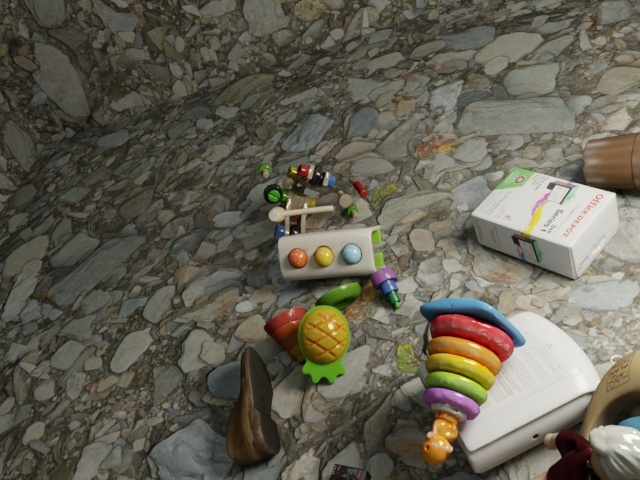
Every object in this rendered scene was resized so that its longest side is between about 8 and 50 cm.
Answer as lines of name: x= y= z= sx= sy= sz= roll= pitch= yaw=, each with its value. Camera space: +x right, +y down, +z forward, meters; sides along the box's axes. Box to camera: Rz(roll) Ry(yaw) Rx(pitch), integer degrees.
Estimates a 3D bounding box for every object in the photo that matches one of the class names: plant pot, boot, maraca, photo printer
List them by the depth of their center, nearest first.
photo printer: x=0.383 y=0.289 z=1.267 sx=0.308 sy=0.107 sz=0.256 roll=-28 pitch=38 yaw=-2
boot: x=-0.178 y=0.385 z=1.494 sx=0.115 sy=0.112 sz=0.305 roll=-29 pitch=39 yaw=15
maraca: x=0.008 y=0.248 z=1.507 sx=0.127 sy=0.099 sz=0.185 roll=2 pitch=81 yaw=-7
plant pot: x=0.757 y=-0.196 z=1.569 sx=0.165 sy=0.167 sz=0.167 roll=4 pitch=47 yaw=43

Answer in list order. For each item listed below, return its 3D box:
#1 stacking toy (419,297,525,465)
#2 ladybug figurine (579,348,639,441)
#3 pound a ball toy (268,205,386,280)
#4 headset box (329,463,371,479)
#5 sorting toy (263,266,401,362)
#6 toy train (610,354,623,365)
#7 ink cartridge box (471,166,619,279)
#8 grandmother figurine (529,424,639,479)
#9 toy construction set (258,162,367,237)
stacking toy: x=0.253 y=0.272 z=1.171 sx=0.175 sy=0.166 sz=0.301 roll=-7 pitch=51 yaw=46
ladybug figurine: x=0.540 y=0.372 z=0.981 sx=0.162 sy=0.305 sz=0.449 roll=25 pitch=50 yaw=-6
pound a ball toy: x=0.000 y=0.000 z=1.709 sx=0.320 sy=0.208 sz=0.136 roll=-5 pitch=6 yaw=24
headset box: x=0.061 y=0.496 z=1.280 sx=0.083 sy=0.032 sz=0.062 roll=-1 pitch=45 yaw=31
sorting toy: x=0.044 y=0.199 z=1.599 sx=0.366 sy=0.127 sz=0.126 roll=-25 pitch=67 yaw=-1
toy train: x=0.655 y=0.248 z=1.209 sx=0.167 sy=0.046 sz=0.125 roll=-17 pitch=38 yaw=8
ink cartridge box: x=0.550 y=-0.050 z=1.546 sx=0.201 sy=0.117 sz=0.278 roll=-44 pitch=42 yaw=-20
grandmother figurine: x=0.389 y=0.393 z=0.995 sx=0.207 sy=0.104 sz=0.342 roll=-88 pitch=22 yaw=-46
toy construction set: x=-0.031 y=-0.149 z=1.944 sx=0.309 sy=0.257 sz=0.237 roll=-7 pitch=25 yaw=-8
